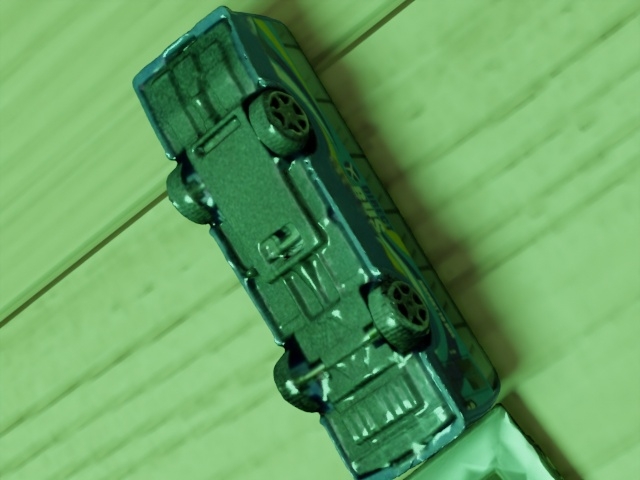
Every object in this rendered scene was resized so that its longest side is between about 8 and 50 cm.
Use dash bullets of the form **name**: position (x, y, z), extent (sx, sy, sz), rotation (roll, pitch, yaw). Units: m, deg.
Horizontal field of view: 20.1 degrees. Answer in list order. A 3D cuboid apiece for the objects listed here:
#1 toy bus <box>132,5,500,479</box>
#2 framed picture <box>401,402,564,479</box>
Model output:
- **toy bus**: position (0.000, 0.000, 0.565), extent (0.051, 0.061, 0.153), rotation (-36, 79, 27)
- **framed picture**: position (0.029, 0.215, 0.602), extent (0.273, 0.016, 0.216), rotation (-41, 77, 24)
